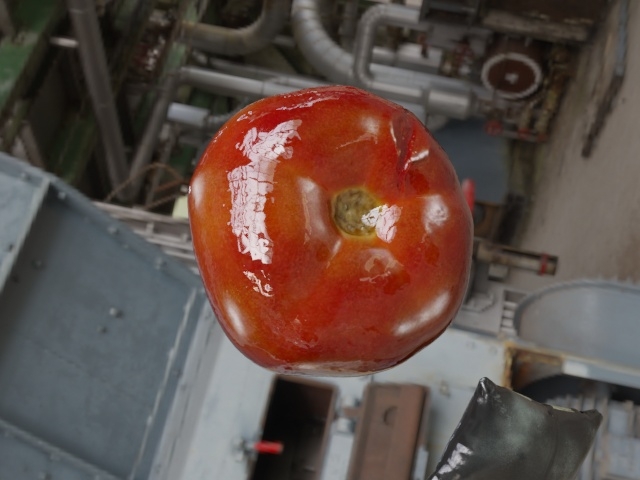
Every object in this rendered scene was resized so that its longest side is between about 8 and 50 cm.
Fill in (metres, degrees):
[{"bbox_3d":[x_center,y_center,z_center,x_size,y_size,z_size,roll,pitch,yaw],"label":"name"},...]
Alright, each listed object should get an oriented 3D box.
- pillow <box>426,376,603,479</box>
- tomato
[{"bbox_3d":[0.276,0.298,1.300,0.106,0.249,0.186,38,106,58],"label":"pillow"},{"bbox_3d":[0.000,0.000,0.935,0.226,0.298,0.299,159,125,-68],"label":"tomato"}]
